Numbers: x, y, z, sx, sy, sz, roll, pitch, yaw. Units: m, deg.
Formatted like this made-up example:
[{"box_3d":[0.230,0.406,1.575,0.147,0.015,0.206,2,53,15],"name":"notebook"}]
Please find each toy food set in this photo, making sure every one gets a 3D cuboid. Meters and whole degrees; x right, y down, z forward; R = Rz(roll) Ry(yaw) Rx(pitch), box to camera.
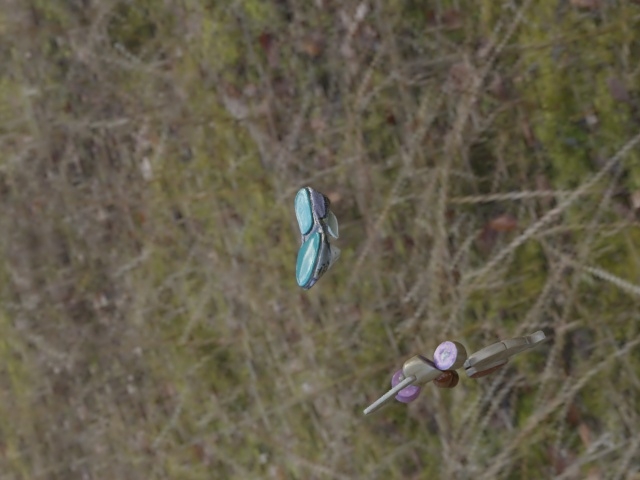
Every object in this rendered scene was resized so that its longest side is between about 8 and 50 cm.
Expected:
[{"box_3d":[0.085,0.084,0.883,0.078,0.122,0.019,-44,64,46],"name":"toy food set"}]

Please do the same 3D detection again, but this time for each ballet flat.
[{"box_3d":[0.000,0.000,1.200,0.041,0.041,0.114,105,166,-49],"name":"ballet flat"}]
